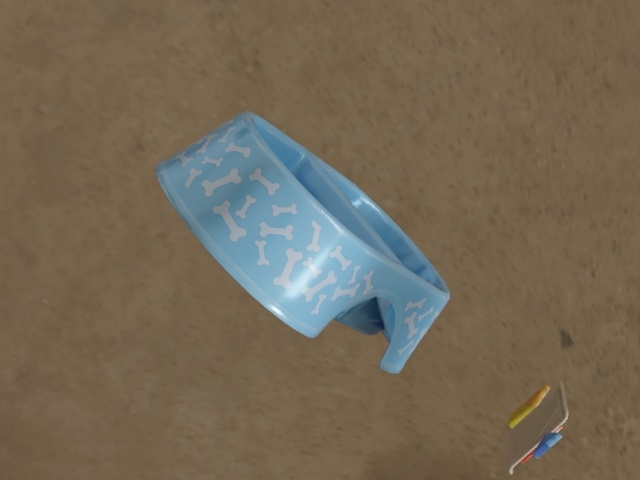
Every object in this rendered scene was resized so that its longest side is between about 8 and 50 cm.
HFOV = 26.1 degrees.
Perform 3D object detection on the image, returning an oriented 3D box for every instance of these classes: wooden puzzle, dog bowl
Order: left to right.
[{"bbox_3d":[0.000,0.000,1.009,0.074,0.297,0.166,-44,61,8],"label":"dog bowl"},{"bbox_3d":[0.178,0.153,1.130,0.014,0.116,0.078,39,113,-5],"label":"wooden puzzle"}]
